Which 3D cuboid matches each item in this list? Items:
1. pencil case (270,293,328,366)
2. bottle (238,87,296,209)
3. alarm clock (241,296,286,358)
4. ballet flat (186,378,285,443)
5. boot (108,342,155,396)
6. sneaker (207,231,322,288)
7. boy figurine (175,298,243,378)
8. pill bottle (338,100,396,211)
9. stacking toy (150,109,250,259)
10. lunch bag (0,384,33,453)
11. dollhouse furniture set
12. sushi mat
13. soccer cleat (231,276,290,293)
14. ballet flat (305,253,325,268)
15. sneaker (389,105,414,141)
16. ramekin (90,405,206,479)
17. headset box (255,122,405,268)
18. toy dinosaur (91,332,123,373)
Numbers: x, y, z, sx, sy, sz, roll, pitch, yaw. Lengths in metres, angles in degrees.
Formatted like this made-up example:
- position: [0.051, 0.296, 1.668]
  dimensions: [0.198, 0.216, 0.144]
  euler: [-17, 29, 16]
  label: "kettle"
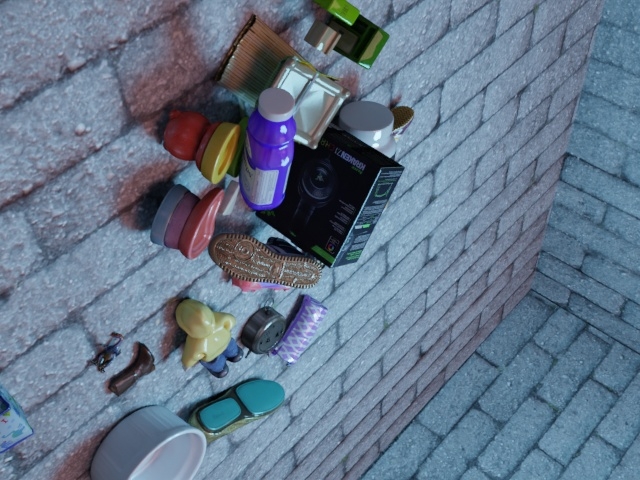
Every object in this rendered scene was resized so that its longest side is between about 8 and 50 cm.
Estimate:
- position: [-0.063, 0.258, 2.244]
  dimensions: [0.088, 0.086, 0.206]
  euler: [30, 92, -34]
  label: "pencil case"
- position: [-0.102, -0.177, 1.505]
  dimensions: [0.092, 0.118, 0.283]
  euler: [-6, 150, -15]
  label: "bottle"
- position: [-0.149, 0.233, 2.105]
  dimensions: [0.129, 0.064, 0.192]
  euler: [-26, 137, -43]
  label: "alarm clock"
- position: [-0.244, 0.480, 2.174]
  dimensions: [0.348, 0.123, 0.123]
  euler: [-13, 130, -53]
  label: "ballet flat"
- position: [-0.432, 0.296, 1.758]
  dimensions: [0.114, 0.037, 0.106]
  euler: [-33, 142, -28]
  label: "boot"
- position: [-0.147, 0.034, 1.782]
  dimensions: [0.282, 0.153, 0.099]
  euler: [18, 98, -29]
  label: "sneaker"
- position: [-0.277, 0.240, 1.877]
  dimensions: [0.177, 0.092, 0.285]
  euler: [-47, 150, -16]
  label: "boy figurine"
- position: [0.104, -0.198, 1.941]
  dimensions: [0.162, 0.162, 0.278]
  euler: [-36, 146, -33]
  label: "pill bottle"
- position: [-0.246, -0.137, 1.572]
  dimensions: [0.279, 0.130, 0.309]
  euler: [-59, 172, -64]
  label: "stacking toy"
- position: [-0.635, 0.352, 1.443]
  dimensions: [0.151, 0.096, 0.129]
  euler: [-29, 147, -17]
  label: "lunch bag"
- position: [-0.033, -0.366, 1.610]
  dimensions: [0.197, 0.151, 0.301]
  euler: [19, 109, -47]
  label: "dollhouse furniture set"
- position: [-0.098, -0.341, 1.630]
  dimensions: [0.151, 0.019, 0.316]
  euler: [-58, 152, 5]
  label: "sushi mat"
- position: [-0.127, 0.077, 1.959]
  dimensions: [0.248, 0.083, 0.095]
  euler: [-3, 118, -53]
  label: "soccer cleat"
- position: [0.000, 0.000, 2.081]
  dimensions: [0.074, 0.074, 0.203]
  euler: [-32, 143, -37]
  label: "ballet flat"
- position: [0.182, -0.283, 2.083]
  dimensions: [0.185, 0.069, 0.084]
  euler: [-44, 159, -10]
  label: "sneaker"
- position: [-0.428, 0.542, 1.909]
  dimensions: [0.277, 0.135, 0.277]
  euler: [-38, 148, -30]
  label: "ramekin"
- position: [0.013, -0.105, 1.792]
  dimensions: [0.131, 0.246, 0.283]
  euler: [-10, 132, -58]
  label: "headset box"
- position: [-0.457, 0.239, 1.673]
  dimensions: [0.082, 0.047, 0.090]
  euler: [-53, -174, -24]
  label: "toy dinosaur"
